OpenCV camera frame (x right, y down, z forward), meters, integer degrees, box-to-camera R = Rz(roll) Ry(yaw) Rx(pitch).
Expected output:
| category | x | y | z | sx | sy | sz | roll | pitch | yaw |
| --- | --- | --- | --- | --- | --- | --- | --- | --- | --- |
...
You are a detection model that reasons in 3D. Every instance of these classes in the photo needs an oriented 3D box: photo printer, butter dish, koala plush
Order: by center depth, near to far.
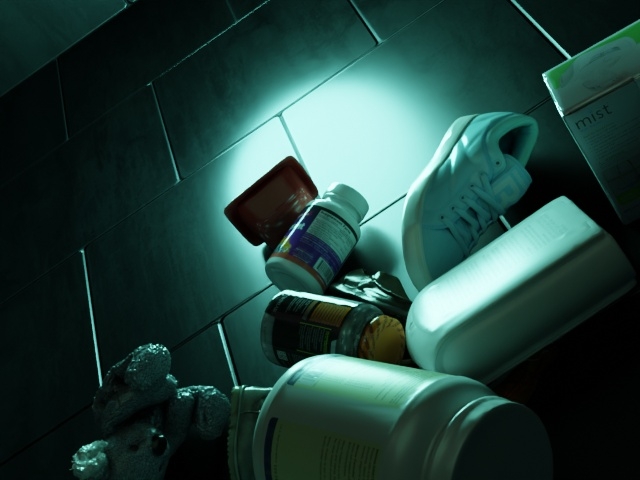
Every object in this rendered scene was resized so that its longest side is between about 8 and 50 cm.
| category | x | y | z | sx | sy | sz | roll | pitch | yaw |
| --- | --- | --- | --- | --- | --- | --- | --- | --- | --- |
| photo printer | 0.255 | 0.078 | 1.701 | 0.307 | 0.107 | 0.256 | -34 | 12 | 5 |
| koala plush | -0.279 | 0.314 | 1.921 | 0.203 | 0.196 | 0.221 | -29 | 34 | 34 |
| butter dish | -0.061 | -0.042 | 2.181 | 0.160 | 0.160 | 0.118 | -41 | 56 | -2 |

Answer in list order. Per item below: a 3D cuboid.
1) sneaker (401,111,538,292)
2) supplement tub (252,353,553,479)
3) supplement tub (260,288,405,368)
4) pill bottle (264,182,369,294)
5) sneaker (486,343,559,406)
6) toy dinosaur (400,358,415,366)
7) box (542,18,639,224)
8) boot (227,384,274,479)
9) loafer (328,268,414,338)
| category | x | y | z | sx | sy | sz | roll | pitch | yaw |
| --- | --- | --- | --- | --- | --- | --- | --- | --- | --- |
| sneaker | 0.239 | -0.075 | 1.928 | 0.150 | 0.135 | 0.366 | -10 | 44 | 40 |
| supplement tub | 0.099 | 0.274 | 1.554 | 0.325 | 0.235 | 0.235 | 5 | 53 | 46 |
| supplement tub | 0.018 | 0.139 | 1.785 | 0.190 | 0.117 | 0.117 | 11 | 56 | 36 |
| pill bottle | 0.000 | 0.000 | 2.084 | 0.108 | 0.108 | 0.193 | 6 | 53 | 46 |
| sneaker | 0.255 | 0.198 | 1.668 | 0.175 | 0.067 | 0.064 | -35 | 5 | -21 |
| toy dinosaur | 0.056 | 0.166 | 1.862 | 0.211 | 0.112 | 0.064 | 30 | 32 | 17 |
| box | 0.482 | -0.186 | 1.744 | 0.262 | 0.231 | 0.127 | -29 | 35 | 15 |
| boot | -0.029 | 0.277 | 1.825 | 0.208 | 0.076 | 0.189 | -7 | 68 | 13 |
| loafer | 0.096 | 0.083 | 1.921 | 0.078 | 0.080 | 0.220 | -48 | 35 | -14 |
